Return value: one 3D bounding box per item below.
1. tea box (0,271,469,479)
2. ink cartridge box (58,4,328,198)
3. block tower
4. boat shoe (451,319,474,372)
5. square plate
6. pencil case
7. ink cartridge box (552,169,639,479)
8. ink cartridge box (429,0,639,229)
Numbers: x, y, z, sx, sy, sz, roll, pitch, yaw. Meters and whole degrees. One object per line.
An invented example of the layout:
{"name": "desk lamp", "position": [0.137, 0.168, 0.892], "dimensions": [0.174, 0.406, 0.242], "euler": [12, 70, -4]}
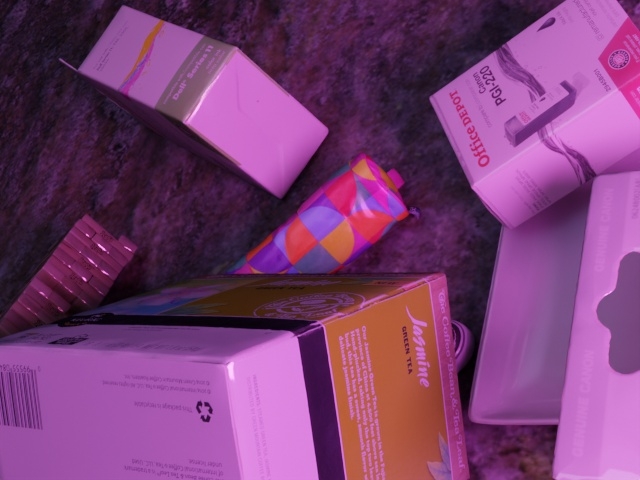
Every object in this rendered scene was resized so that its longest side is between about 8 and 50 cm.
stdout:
{"name": "tea box", "position": [-0.085, 0.166, 1.014], "dimensions": [0.329, 0.323, 0.220], "euler": [-2, 99, 37]}
{"name": "ink cartridge box", "position": [-0.181, -0.200, 1.445], "dimensions": [0.353, 0.207, 0.119], "euler": [28, 84, 45]}
{"name": "block tower", "position": [-0.351, 0.095, 1.360], "dimensions": [0.091, 0.097, 0.335], "euler": [-39, 15, 32]}
{"name": "boat shoe", "position": [0.051, 0.110, 1.151], "dimensions": [0.228, 0.076, 0.080], "euler": [-3, 61, 37]}
{"name": "square plate", "position": [0.327, 0.021, 1.010], "dimensions": [0.347, 0.049, 0.344], "euler": [-4, 60, 37]}
{"name": "pencil case", "position": [0.000, 0.000, 1.254], "dimensions": [0.236, 0.104, 0.104], "euler": [-39, 45, 9]}
{"name": "ink cartridge box", "position": [0.390, 0.077, 0.801], "dimensions": [0.385, 0.091, 0.308], "euler": [-2, 50, 25]}
{"name": "ink cartridge box", "position": [0.238, -0.139, 1.089], "dimensions": [0.218, 0.092, 0.158], "euler": [-36, 43, 18]}
